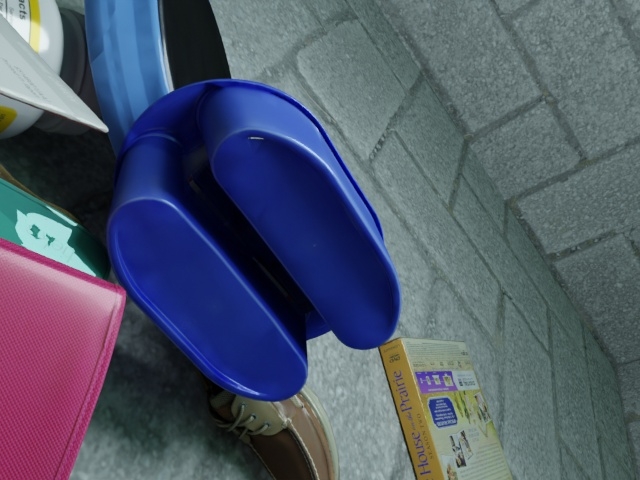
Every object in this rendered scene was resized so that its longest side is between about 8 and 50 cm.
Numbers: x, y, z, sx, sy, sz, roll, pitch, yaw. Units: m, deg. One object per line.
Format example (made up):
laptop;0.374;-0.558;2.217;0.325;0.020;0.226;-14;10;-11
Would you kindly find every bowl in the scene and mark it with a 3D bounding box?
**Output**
bowl;-0.183;-0.198;0.764;0.391;0.077;0.390;-9;90;-86

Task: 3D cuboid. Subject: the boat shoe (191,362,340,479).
boat shoe;-0.093;0.203;0.734;0.116;0.123;0.324;-13;67;-55

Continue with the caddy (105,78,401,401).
caddy;-0.064;0.000;0.607;0.341;0.241;0.179;56;6;-28

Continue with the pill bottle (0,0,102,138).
pill bottle;-0.385;-0.204;0.554;0.334;0.188;0.187;5;61;-55

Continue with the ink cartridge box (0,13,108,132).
ink cartridge box;-0.296;-0.152;0.293;0.296;0.066;0.261;43;10;23

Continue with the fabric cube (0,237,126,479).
fabric cube;-0.309;0.101;0.297;0.258;0.259;0.254;33;59;-39

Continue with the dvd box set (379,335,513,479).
dvd box set;0.276;0.406;1.152;0.308;0.062;0.420;14;54;-51

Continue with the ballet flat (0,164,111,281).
ballet flat;-0.330;-0.049;0.463;0.342;0.124;0.116;46;42;-32
